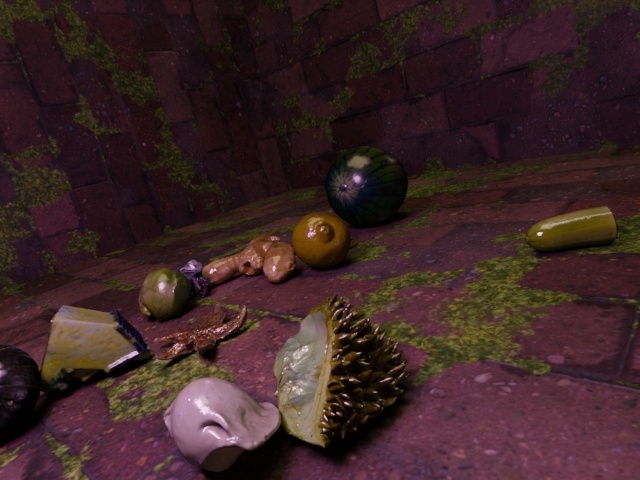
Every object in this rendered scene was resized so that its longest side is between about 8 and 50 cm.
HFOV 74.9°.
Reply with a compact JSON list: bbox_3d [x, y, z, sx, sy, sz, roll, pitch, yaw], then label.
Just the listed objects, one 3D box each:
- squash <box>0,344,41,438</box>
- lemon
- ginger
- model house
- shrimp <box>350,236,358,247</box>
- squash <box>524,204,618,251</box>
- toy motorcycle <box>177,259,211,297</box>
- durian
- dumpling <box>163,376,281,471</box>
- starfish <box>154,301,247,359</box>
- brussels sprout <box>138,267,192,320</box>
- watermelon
[{"bbox_3d":[-0.640,0.291,0.786,0.193,0.193,0.156,-11,-27,12],"label":"squash"},{"bbox_3d":[0.000,0.000,1.322,0.184,0.184,0.248,-16,-3,-10],"label":"lemon"},{"bbox_3d":[-0.201,0.047,1.459,0.363,0.122,0.348,-17,19,31],"label":"ginger"},{"bbox_3d":[-0.519,0.253,0.983,0.211,0.170,0.194,11,-6,-26],"label":"model house"},{"bbox_3d":[0.061,0.005,1.545,0.124,0.034,0.178,-20,16,-35],"label":"shrimp"},{"bbox_3d":[0.595,-0.023,1.014,0.187,0.095,0.095,-10,14,17],"label":"squash"},{"bbox_3d":[-0.446,0.127,1.365,0.215,0.123,0.080,-5,12,34],"label":"toy motorcycle"},{"bbox_3d":[0.022,0.206,0.714,0.198,0.163,0.394,-55,15,-3],"label":"durian"},{"bbox_3d":[-0.131,0.254,0.596,0.181,0.111,0.155,26,15,36],"label":"dumpling"},{"bbox_3d":[-0.286,0.216,0.982,0.235,0.062,0.277,-15,16,-2],"label":"starfish"},{"bbox_3d":[-0.462,0.156,1.249,0.131,0.146,0.183,10,0,-42],"label":"brussels sprout"},{"bbox_3d":[0.184,-0.222,1.721,0.363,0.363,0.363,-13,14,3],"label":"watermelon"}]
